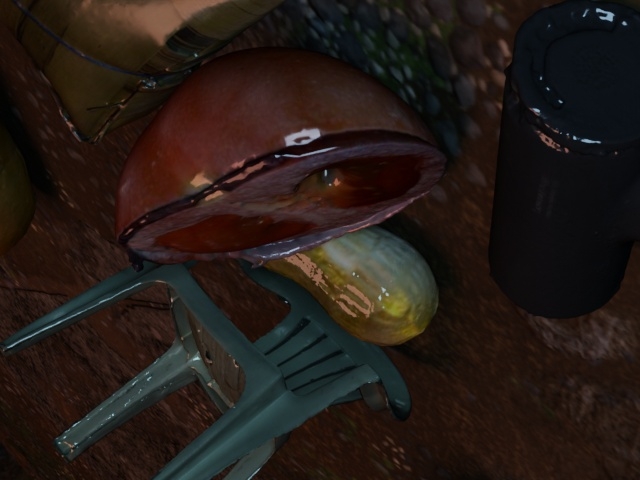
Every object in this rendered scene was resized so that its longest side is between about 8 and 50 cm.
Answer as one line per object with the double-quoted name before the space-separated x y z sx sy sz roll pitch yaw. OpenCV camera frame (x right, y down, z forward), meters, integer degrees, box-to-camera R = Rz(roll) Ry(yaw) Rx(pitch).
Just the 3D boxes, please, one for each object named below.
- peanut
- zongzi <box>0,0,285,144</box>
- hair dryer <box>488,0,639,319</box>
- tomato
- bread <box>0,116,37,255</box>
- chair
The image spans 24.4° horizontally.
"peanut" 0.000 0.000 1.107 0.207 0.087 0.087 37 156 13
"zongzi" -0.144 -0.219 0.964 0.260 0.123 0.289 51 146 -5
"hair dryer" 0.204 0.003 0.782 0.251 0.089 0.197 30 153 17
"tomato" -0.030 -0.062 0.978 0.228 0.199 0.112 -21 73 28
"bread" -0.417 -0.107 1.500 0.149 0.195 0.344 37 159 34
"chair" -0.071 0.107 1.151 0.203 0.275 0.190 48 161 30
